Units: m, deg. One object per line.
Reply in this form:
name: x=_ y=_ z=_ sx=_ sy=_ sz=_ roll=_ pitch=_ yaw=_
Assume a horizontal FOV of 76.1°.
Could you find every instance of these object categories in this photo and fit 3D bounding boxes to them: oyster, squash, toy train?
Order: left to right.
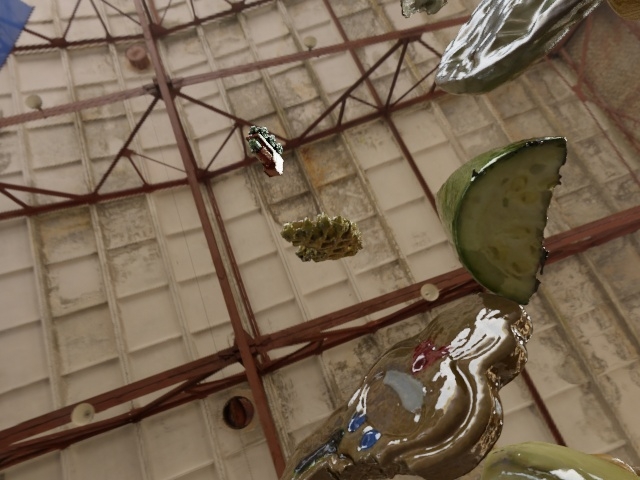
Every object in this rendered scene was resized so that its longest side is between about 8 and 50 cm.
toy train: x=-0.190 y=-0.308 z=1.404 sx=0.074 sy=0.176 sz=0.118 roll=-9 pitch=-117 yaw=24
oyster: x=0.244 y=-0.565 z=0.857 sx=0.191 sy=0.163 sz=0.081 roll=-17 pitch=-110 yaw=32
squash: x=0.217 y=-0.055 z=0.559 sx=0.111 sy=0.289 sz=0.203 roll=5 pitch=-69 yaw=12

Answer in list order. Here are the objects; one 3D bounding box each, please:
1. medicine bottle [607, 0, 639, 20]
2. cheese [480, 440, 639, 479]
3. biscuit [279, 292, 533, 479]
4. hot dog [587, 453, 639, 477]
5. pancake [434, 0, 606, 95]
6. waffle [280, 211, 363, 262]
medicine bottle: x=0.540 y=-0.447 z=0.536 sx=0.238 sy=0.232 sz=0.238 roll=-7 pitch=-76 yaw=-29
cheese: x=0.302 y=0.371 z=0.433 sx=0.128 sy=0.316 sz=0.260 roll=22 pitch=-111 yaw=-25
biscuit: x=0.076 y=0.172 z=0.414 sx=0.320 sy=0.183 sz=0.047 roll=-40 pitch=-81 yaw=16
hot dog: x=0.398 y=0.346 z=0.581 sx=0.140 sy=0.060 sz=0.090 roll=-33 pitch=-97 yaw=28
pancake: x=0.255 y=-0.290 z=0.481 sx=0.049 sy=0.294 sz=0.294 roll=36 pitch=-113 yaw=-17
waffle: x=0.001 y=0.003 z=0.771 sx=0.149 sy=0.194 sz=0.051 roll=-14 pitch=-109 yaw=16
